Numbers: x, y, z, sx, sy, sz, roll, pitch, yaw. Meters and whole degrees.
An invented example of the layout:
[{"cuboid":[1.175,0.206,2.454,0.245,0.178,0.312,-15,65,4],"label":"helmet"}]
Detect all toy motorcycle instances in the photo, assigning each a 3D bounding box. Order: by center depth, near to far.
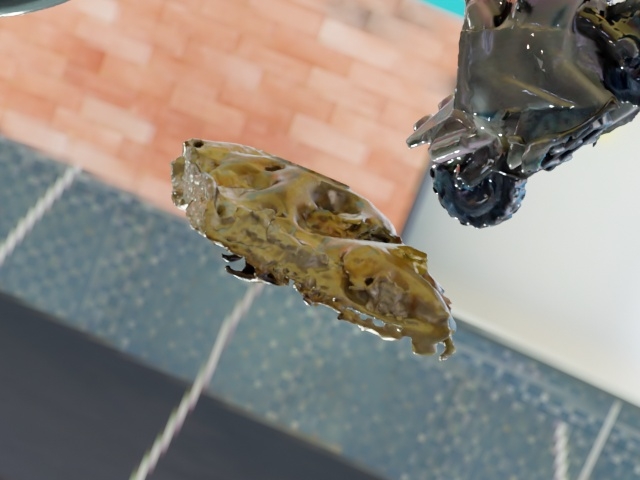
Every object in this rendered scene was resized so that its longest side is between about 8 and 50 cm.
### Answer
[{"cuboid":[0.136,-0.140,1.409,0.204,0.239,0.108,59,-155,10],"label":"toy motorcycle"}]

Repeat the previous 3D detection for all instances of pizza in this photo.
[{"cuboid":[0.000,0.001,1.388,0.189,0.071,0.297,22,-167,-26],"label":"pizza"}]

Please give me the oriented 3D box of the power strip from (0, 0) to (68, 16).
[{"cuboid":[-0.135,-0.200,0.936,0.167,0.253,0.054,57,-168,-7],"label":"power strip"}]
